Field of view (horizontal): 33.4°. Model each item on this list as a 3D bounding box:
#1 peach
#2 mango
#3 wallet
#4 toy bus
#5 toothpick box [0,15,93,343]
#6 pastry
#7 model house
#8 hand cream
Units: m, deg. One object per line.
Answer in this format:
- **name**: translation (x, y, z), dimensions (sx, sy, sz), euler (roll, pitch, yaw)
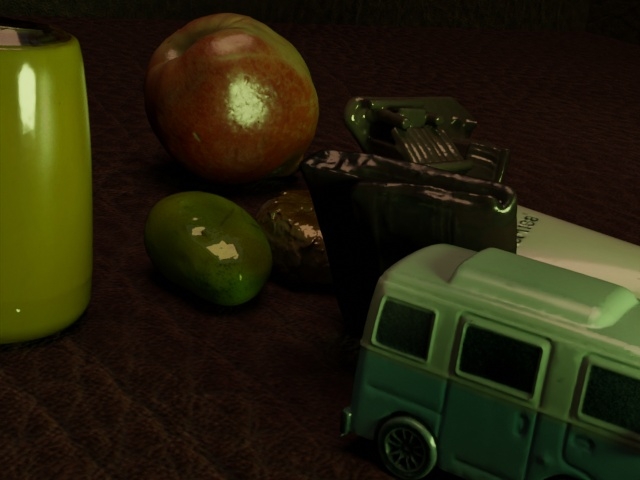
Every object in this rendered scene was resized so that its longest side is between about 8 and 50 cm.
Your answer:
- **peach**: translation (-0.111, -0.178, 1.451), dimensions (0.232, 0.257, 0.232), euler (-24, 37, 19)
- **mango**: translation (-0.110, 0.009, 1.088), dimensions (0.117, 0.089, 0.163), euler (-7, 36, -44)
- **wallet**: translation (0.082, 0.025, 0.921), dimensions (0.181, 0.229, 0.049), euler (13, 52, 22)
- **toy bus**: translation (0.164, 0.105, 0.766), dimensions (0.271, 0.165, 0.133), euler (18, 22, 30)
- **toothpick box**: translation (-0.285, -0.062, 0.934), dimensions (0.174, 0.272, 0.175), euler (6, 19, -2)
- **pastry**: translation (0.001, -0.004, 1.155), dimensions (0.153, 0.081, 0.153), euler (9, 16, -3)
- **model house**: translation (0.163, -0.130, 1.514), dimensions (0.229, 0.122, 0.188), euler (-1, 22, -28)
- **hand cream**: translation (0.204, 0.030, 1.011), dimensions (0.358, 0.118, 0.185), euler (22, 44, 22)
